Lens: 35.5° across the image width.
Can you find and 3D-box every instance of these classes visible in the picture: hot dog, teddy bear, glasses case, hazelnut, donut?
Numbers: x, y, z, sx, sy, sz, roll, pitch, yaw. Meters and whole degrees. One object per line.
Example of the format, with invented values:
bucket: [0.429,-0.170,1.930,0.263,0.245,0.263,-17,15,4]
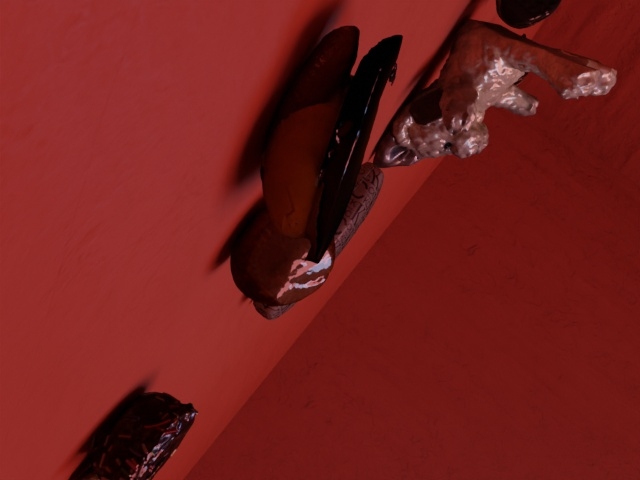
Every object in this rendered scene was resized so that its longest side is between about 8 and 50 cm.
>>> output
hot dog: [-0.002,-0.120,1.127,0.194,0.107,0.326,-60,172,-52]
teddy bear: [0.327,-0.233,1.954,0.327,0.375,0.362,-17,131,-58]
glasses case: [0.000,0.000,1.846,0.355,0.085,0.137,-51,174,-19]
hazelnut: [-0.057,0.015,1.384,0.154,0.143,0.143,-45,174,0]
donut: [-0.281,0.315,1.489,0.216,0.096,0.230,-52,174,-31]

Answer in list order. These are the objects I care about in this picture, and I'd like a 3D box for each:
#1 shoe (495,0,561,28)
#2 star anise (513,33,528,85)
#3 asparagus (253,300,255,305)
shoe: [0.397,-0.491,1.965,0.336,0.132,0.171,-52,-176,-40]
star anise: [0.397,-0.391,2.395,0.220,0.126,0.190,-30,142,-4]
asparagus: [-0.075,0.083,1.967,0.045,0.041,0.178,-48,179,39]
